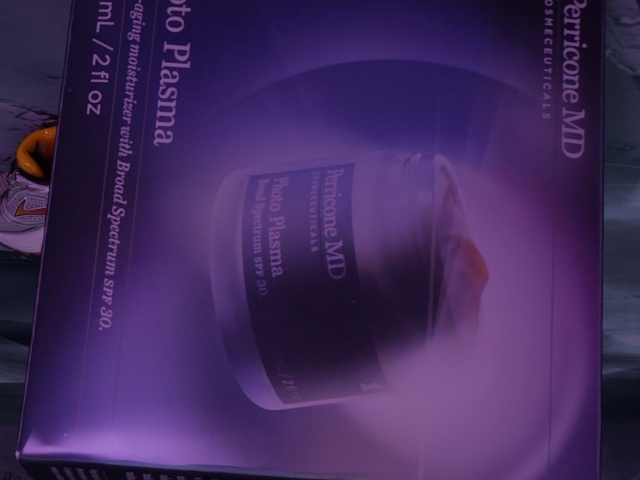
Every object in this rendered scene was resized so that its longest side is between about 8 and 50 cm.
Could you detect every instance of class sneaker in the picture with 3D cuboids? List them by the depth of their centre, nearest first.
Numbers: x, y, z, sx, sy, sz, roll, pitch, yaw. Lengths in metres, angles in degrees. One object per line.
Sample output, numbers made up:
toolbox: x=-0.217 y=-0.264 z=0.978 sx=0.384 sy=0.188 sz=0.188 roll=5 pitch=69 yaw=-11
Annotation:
sneaker: x=-0.201 y=-0.053 z=1.115 sx=0.225 sy=0.088 sz=0.093 roll=-12 pitch=137 yaw=45

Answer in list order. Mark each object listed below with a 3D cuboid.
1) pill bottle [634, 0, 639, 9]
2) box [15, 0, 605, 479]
pill bottle: x=0.143 y=-0.162 z=0.469 sx=0.153 sy=0.153 sz=0.265 roll=-3 pitch=162 yaw=25
box: x=0.000 y=0.000 z=0.824 sx=0.294 sy=0.296 sz=0.183 roll=4 pitch=164 yaw=-4
